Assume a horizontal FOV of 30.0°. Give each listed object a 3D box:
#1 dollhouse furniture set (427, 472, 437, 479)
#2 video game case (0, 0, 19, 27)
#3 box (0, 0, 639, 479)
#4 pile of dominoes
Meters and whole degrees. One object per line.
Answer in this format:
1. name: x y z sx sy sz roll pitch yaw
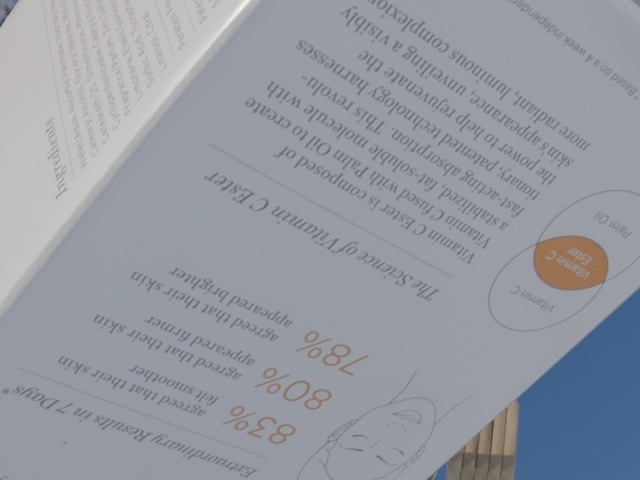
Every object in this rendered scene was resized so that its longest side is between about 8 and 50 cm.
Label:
1. dollhouse furniture set: 0.171 0.325 1.549 0.151 0.076 0.058 51 -121 -27
2. video game case: -0.270 -0.114 1.055 0.035 0.248 0.275 10 -70 16
3. box: -0.029 -0.010 0.497 0.215 0.168 0.345 27 -64 -35
4. pile of dominoes: 0.095 0.195 0.791 0.040 0.196 0.251 8 -47 6
